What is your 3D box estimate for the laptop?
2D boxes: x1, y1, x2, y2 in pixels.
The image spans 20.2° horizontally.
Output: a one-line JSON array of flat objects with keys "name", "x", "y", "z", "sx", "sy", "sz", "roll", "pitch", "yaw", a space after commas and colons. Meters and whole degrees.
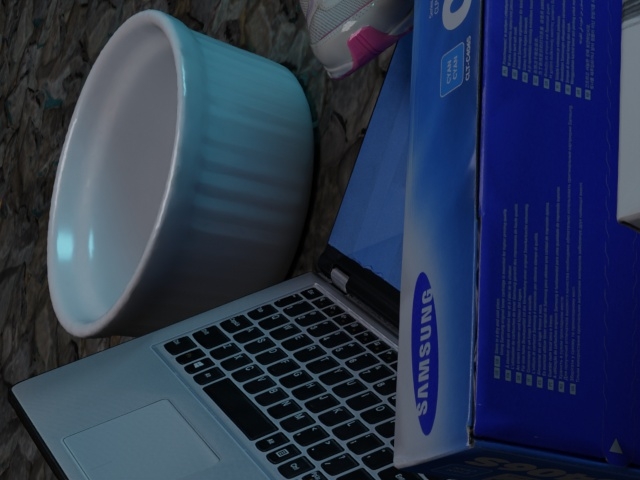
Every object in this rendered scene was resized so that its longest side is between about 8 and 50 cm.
[{"name": "laptop", "x": 0.000, "y": 0.000, "z": 1.158, "sx": 0.382, "sy": 0.407, "sz": 0.236, "roll": -145, "pitch": 37, "yaw": -63}]

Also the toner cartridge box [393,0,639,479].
[{"name": "toner cartridge box", "x": 0.130, "y": -0.047, "z": 0.911, "sx": 0.075, "sy": 0.165, "sz": 0.348, "roll": -30, "pitch": 52, "yaw": 58}]

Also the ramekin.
[{"name": "ramekin", "x": -0.117, "y": -0.044, "z": 1.507, "sx": 0.277, "sy": 0.135, "sz": 0.277, "roll": -36, "pitch": 48, "yaw": 53}]

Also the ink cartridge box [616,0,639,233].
[{"name": "ink cartridge box", "x": 0.244, "y": -0.133, "z": 0.809, "sx": 0.197, "sy": 0.114, "sz": 0.273, "roll": -21, "pitch": 56, "yaw": 46}]

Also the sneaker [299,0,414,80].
[{"name": "sneaker", "x": 0.011, "y": -0.209, "z": 1.288, "sx": 0.103, "sy": 0.111, "sz": 0.252, "roll": -35, "pitch": 30, "yaw": 17}]
